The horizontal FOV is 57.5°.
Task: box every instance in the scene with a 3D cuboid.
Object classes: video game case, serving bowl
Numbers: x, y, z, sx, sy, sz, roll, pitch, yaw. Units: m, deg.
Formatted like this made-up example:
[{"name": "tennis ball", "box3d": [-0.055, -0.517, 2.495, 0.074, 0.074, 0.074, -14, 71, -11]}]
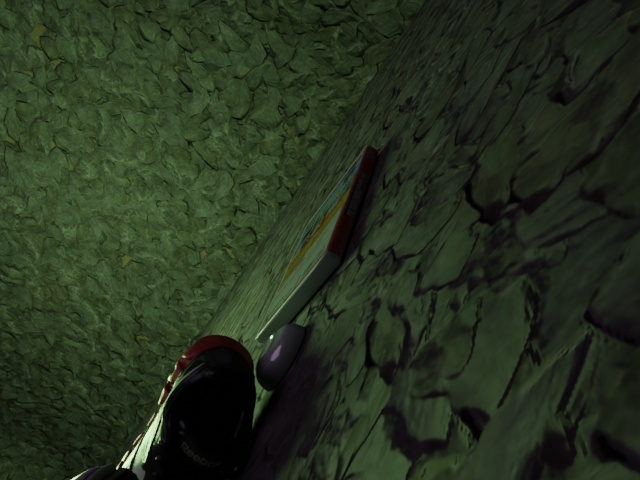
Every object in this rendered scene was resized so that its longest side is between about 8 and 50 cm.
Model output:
[{"name": "video game case", "box3d": [0.000, 0.000, 0.859, 0.204, 0.025, 0.285, -52, 10, 38]}, {"name": "serving bowl", "box3d": [-0.051, 0.128, 0.666, 0.083, 0.027, 0.083, -57, 7, 12]}]

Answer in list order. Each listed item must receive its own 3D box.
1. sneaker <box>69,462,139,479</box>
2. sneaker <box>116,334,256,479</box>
[{"name": "sneaker", "box3d": [-0.239, 0.284, 0.550, 0.161, 0.102, 0.282, -30, -9, -25]}, {"name": "sneaker", "box3d": [-0.146, 0.231, 0.595, 0.276, 0.097, 0.135, -64, 15, -11]}]
